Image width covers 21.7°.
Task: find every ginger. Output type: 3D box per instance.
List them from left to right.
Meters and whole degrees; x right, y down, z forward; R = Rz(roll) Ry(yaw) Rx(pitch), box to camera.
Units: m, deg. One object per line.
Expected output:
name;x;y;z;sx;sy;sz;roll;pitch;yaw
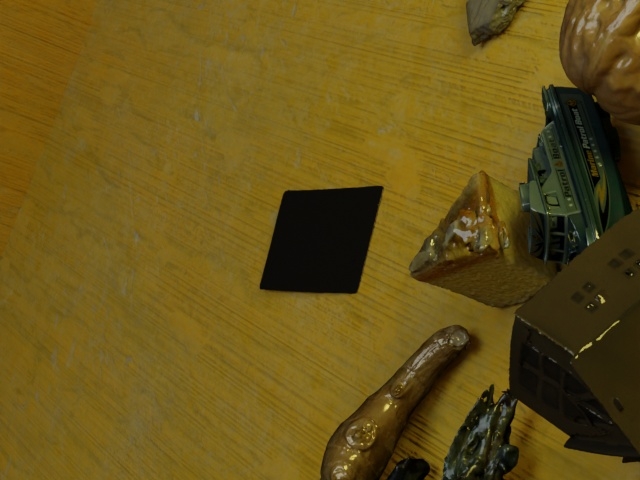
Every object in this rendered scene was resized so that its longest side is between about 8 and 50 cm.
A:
ginger;0.072;0.236;2.072;0.081;0.148;0.333;35;93;21

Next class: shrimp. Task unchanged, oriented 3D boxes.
shrimp;0.114;0.350;1.973;0.445;0.085;0.272;-65;25;17

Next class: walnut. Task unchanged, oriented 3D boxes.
walnut;0.363;-0.232;1.799;0.213;0.213;0.213;-36;44;44

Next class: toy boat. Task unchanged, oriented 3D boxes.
toy boat;0.285;-0.042;1.857;0.114;0.122;0.296;83;-178;-46

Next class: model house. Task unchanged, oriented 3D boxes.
model house;0.339;0.140;1.643;0.243;0.211;0.204;35;150;32

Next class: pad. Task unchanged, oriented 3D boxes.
pad;0.000;0.000;2.432;0.265;0.009;0.159;0;72;57

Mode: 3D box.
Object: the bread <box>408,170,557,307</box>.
bread;0.193;0.008;1.965;0.152;0.147;0.127;-37;41;39

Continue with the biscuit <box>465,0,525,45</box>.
biscuit;0.262;-0.394;2.202;0.289;0.038;0.141;-58;32;20
